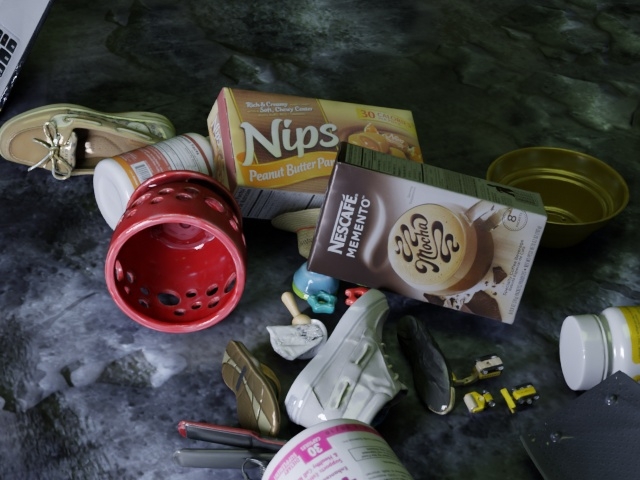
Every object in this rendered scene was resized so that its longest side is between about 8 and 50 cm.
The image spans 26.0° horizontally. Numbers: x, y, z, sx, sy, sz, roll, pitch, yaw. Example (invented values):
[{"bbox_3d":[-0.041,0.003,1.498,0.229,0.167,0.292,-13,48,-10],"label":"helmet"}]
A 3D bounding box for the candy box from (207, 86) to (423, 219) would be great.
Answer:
[{"bbox_3d":[-0.002,-0.120,2.097,0.316,0.087,0.183,4,54,-22],"label":"candy box"}]

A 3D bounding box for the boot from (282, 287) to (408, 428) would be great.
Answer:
[{"bbox_3d":[0.061,0.171,1.812,0.123,0.095,0.258,27,45,13],"label":"boot"}]

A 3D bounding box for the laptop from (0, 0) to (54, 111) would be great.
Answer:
[{"bbox_3d":[-0.705,-0.349,2.338,0.382,0.408,0.236,38,14,38],"label":"laptop"}]

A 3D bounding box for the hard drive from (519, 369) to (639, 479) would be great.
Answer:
[{"bbox_3d":[0.367,0.280,1.647,0.172,0.054,0.255,-33,40,-3],"label":"hard drive"}]

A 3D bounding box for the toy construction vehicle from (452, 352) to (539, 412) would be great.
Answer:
[{"bbox_3d":[0.225,0.196,1.830,0.098,0.035,0.086,-15,50,-20],"label":"toy construction vehicle"}]

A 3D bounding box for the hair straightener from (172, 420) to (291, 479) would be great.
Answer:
[{"bbox_3d":[-0.067,0.279,1.685,0.230,0.047,0.089,11,55,0],"label":"hair straightener"}]

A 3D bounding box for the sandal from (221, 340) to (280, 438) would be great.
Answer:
[{"bbox_3d":[-0.080,0.191,1.785,0.049,0.072,0.180,11,25,-28],"label":"sandal"}]

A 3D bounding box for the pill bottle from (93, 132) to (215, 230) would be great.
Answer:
[{"bbox_3d":[-0.225,-0.093,2.112,0.216,0.121,0.121,-21,42,-31],"label":"pill bottle"}]

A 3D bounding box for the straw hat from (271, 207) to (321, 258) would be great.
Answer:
[{"bbox_3d":[0.000,0.000,2.048,0.144,0.144,0.061,0,74,-5],"label":"straw hat"}]

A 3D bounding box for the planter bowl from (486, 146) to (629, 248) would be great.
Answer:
[{"bbox_3d":[0.358,-0.051,2.133,0.217,0.090,0.217,2,36,-2],"label":"planter bowl"}]

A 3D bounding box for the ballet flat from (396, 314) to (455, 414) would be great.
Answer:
[{"bbox_3d":[0.147,0.165,1.850,0.057,0.049,0.173,-38,41,16],"label":"ballet flat"}]

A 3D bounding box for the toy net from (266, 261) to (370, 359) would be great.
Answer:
[{"bbox_3d":[-0.001,0.105,1.925,0.122,0.045,0.232,16,39,8],"label":"toy net"}]

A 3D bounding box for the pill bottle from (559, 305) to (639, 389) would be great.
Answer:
[{"bbox_3d":[0.432,0.145,1.842,0.208,0.119,0.119,-1,36,-8],"label":"pill bottle"}]

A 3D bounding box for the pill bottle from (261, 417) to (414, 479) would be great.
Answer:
[{"bbox_3d":[0.062,0.338,1.499,0.160,0.160,0.283,-14,39,-24],"label":"pill bottle"}]

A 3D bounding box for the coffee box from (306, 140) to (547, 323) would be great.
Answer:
[{"bbox_3d":[0.145,-0.012,1.932,0.297,0.168,0.119,14,19,-2],"label":"coffee box"}]

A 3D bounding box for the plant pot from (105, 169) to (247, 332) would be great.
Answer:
[{"bbox_3d":[-0.195,0.003,1.921,0.191,0.191,0.174,2,33,-2],"label":"plant pot"}]

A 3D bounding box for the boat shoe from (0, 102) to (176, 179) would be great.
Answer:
[{"bbox_3d":[-0.365,-0.154,2.196,0.285,0.104,0.089,-4,34,-13],"label":"boat shoe"}]
